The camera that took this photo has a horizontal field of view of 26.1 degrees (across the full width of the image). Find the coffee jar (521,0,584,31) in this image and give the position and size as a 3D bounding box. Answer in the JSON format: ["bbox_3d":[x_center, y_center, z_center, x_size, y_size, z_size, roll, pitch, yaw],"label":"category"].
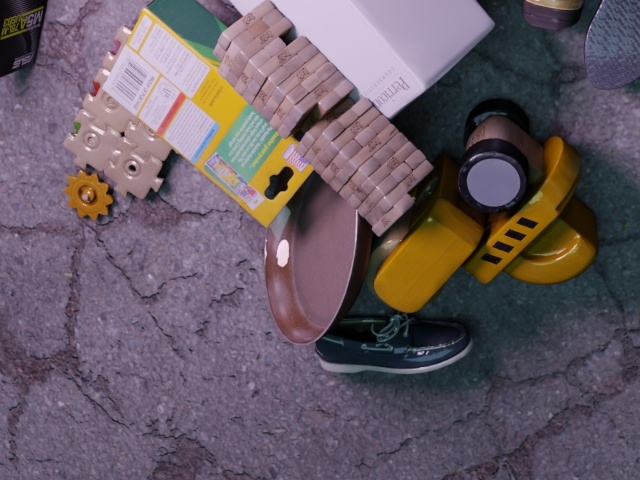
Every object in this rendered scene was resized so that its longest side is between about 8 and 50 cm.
[{"bbox_3d":[0.323,-0.375,1.844,0.079,0.096,0.184,16,114,16],"label":"coffee jar"}]

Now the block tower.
[{"bbox_3d":[0.005,-0.164,1.857,0.335,0.097,0.091,47,154,3],"label":"block tower"}]

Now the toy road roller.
[{"bbox_3d":[0.242,-0.012,1.953,0.240,0.202,0.329,38,117,-10],"label":"toy road roller"}]

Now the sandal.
[{"bbox_3d":[0.417,-0.327,1.861,0.097,0.054,0.255,11,103,7],"label":"sandal"}]

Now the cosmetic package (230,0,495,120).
[{"bbox_3d":[-0.006,-0.374,1.869,0.453,0.161,0.230,48,153,-3],"label":"cosmetic package"}]

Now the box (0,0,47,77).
[{"bbox_3d":[-0.474,-0.335,2.076,0.045,0.190,0.184,21,114,12],"label":"box"}]

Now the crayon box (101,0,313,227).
[{"bbox_3d":[-0.142,-0.190,1.990,0.323,0.083,0.203,41,141,-1],"label":"crayon box"}]

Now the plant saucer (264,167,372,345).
[{"bbox_3d":[0.000,0.000,2.018,0.050,0.310,0.311,5,117,-25],"label":"plant saucer"}]

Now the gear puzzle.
[{"bbox_3d":[-0.302,-0.163,2.167,0.175,0.044,0.339,34,119,3],"label":"gear puzzle"}]

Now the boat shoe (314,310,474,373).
[{"bbox_3d":[0.107,0.147,2.112,0.254,0.095,0.079,-3,120,29],"label":"boat shoe"}]
